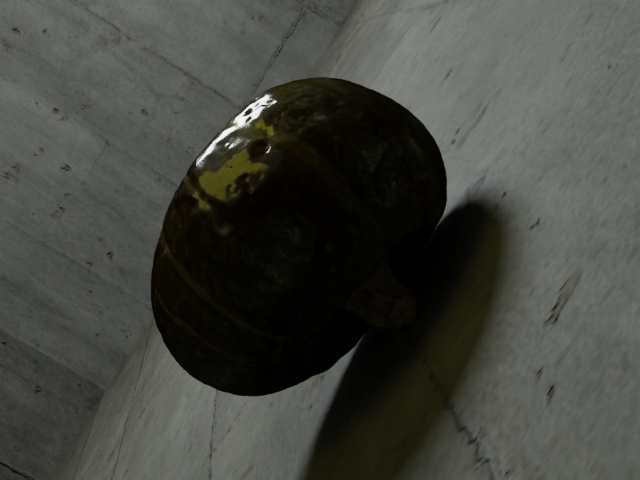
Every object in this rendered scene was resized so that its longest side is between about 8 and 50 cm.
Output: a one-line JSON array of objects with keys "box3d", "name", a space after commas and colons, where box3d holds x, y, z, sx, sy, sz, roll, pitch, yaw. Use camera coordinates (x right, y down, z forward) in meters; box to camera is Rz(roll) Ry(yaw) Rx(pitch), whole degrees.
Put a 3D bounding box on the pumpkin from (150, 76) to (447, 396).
[{"box3d": [0.000, 0.000, 0.808, 0.219, 0.162, 0.219, -46, -18, -20], "name": "pumpkin"}]
